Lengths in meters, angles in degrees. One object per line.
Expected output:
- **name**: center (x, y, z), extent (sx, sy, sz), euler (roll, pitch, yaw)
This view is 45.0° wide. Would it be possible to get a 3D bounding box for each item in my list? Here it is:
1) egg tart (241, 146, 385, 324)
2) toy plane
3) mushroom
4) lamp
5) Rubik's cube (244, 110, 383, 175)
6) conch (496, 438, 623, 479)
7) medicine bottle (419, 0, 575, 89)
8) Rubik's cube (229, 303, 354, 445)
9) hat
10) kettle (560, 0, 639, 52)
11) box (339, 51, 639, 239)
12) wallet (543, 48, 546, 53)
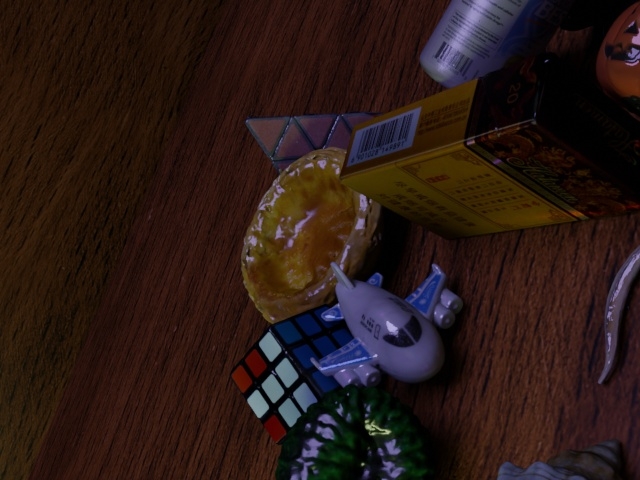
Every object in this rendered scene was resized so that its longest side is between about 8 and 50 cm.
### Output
- **egg tart**: center (0.000, 0.000, 1.548), extent (0.388, 0.169, 0.387), euler (-29, 48, 38)
- **toy plane**: center (0.103, 0.135, 1.266), extent (0.267, 0.122, 0.266), euler (-15, 43, 14)
- **mushroom**: center (0.424, 0.042, 1.003), extent (0.306, 0.043, 0.068), euler (-60, 5, 8)
- **lamp**: center (0.464, -0.238, 1.008), extent (0.163, 0.188, 0.188), euler (-62, 30, 6)
- **Rubik's cube**: center (-0.016, -0.183, 1.744), extent (0.229, 0.228, 0.233), euler (24, 130, 24)
- **conch**: center (0.249, 0.379, 0.869), extent (0.203, 0.169, 0.386), euler (28, 71, 25)
- **medicine bottle**: center (0.280, -0.348, 1.131), extent (0.288, 0.157, 0.157), euler (-59, 29, 23)
- **Rubik's cube**: center (-0.029, 0.230, 1.344), extent (0.162, 0.161, 0.163), euler (53, 128, 18)
- **hat**: center (0.039, 0.370, 1.188), extent (0.274, 0.242, 0.332), euler (-65, 4, -17)
- **kettle**: center (0.475, -0.421, 1.135), extent (0.308, 0.203, 0.262), euler (4, 68, 55)
- **box**: center (0.257, -0.117, 1.160), extent (0.415, 0.264, 0.115), euler (-13, 55, 55)
- **wallet**: center (0.333, -0.260, 1.272), extent (0.170, 0.069, 0.230), euler (86, -174, -63)
